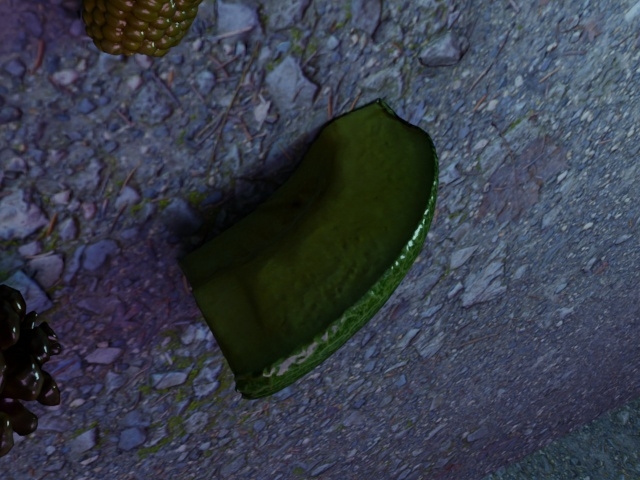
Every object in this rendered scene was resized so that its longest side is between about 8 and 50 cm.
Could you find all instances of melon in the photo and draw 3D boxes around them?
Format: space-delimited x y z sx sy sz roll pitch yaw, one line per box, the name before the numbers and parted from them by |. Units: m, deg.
melon | 0.000 0.000 0.828 0.344 0.226 0.331 -32 -176 -6

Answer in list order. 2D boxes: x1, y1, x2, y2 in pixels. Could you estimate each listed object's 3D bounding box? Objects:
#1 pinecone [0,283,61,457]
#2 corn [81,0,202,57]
pinecone | -0.379 0.122 0.619 0.244 0.244 0.309 -46 155 13
corn | -0.096 -0.275 0.502 0.115 0.115 0.317 0 131 -41
